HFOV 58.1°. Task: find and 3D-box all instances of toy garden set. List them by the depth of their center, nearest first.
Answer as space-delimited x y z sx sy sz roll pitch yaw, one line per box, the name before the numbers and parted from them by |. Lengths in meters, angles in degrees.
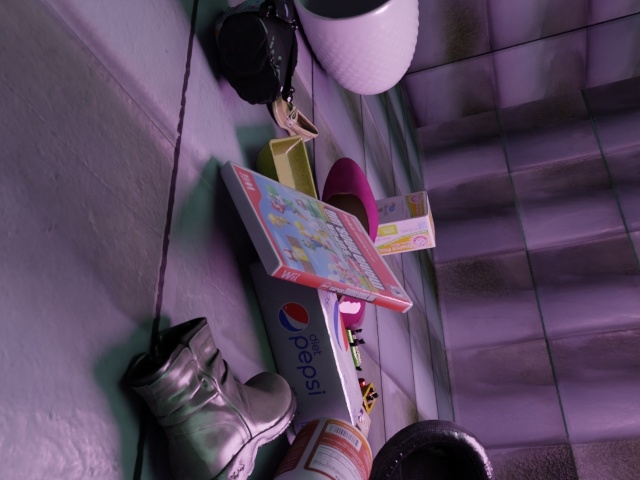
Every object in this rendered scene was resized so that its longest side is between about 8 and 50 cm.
toy garden set | 0.065 0.288 1.151 0.244 0.049 0.204 -47 125 -70

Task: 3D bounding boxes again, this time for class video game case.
video game case | 0.000 0.000 0.830 0.285 0.025 0.204 20 31 -45

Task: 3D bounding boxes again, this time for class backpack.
backpack | -0.094 -0.306 0.882 0.182 0.115 0.152 -81 166 -51

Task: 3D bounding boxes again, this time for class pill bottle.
pill bottle | -0.007 0.333 0.752 0.216 0.121 0.121 -36 115 -72

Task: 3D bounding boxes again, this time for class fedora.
fedora | 0.198 0.523 1.189 0.152 0.333 0.334 176 -97 -73

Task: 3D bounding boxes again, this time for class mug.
mug | 0.077 -0.555 1.418 0.374 0.276 0.328 53 -3 27

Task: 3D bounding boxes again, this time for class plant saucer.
plant saucer | -0.055 -0.081 0.989 0.188 0.045 0.189 -42 121 -71

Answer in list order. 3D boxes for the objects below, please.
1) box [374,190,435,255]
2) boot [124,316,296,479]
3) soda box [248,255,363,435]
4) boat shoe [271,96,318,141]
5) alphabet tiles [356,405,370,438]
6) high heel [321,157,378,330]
box | 0.189 -0.039 1.504 0.103 0.203 0.114 -83 156 -46
boot | -0.104 0.152 0.625 0.246 0.083 0.161 -40 112 -73
soda box | -0.016 0.148 0.882 0.091 0.098 0.287 -49 126 -70
boat shoe | -0.050 -0.233 1.097 0.153 0.048 0.056 47 36 -62
alphabet tiles | 0.037 0.378 0.996 0.198 0.009 0.237 64 33 -44
high heel | 0.046 -0.014 1.139 0.181 0.127 0.378 48 35 -68
